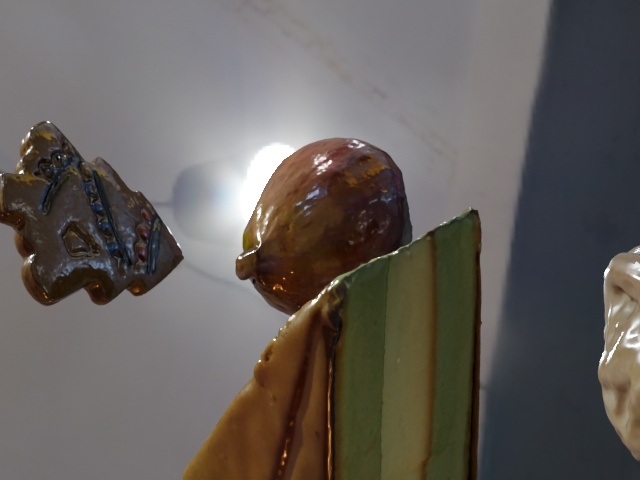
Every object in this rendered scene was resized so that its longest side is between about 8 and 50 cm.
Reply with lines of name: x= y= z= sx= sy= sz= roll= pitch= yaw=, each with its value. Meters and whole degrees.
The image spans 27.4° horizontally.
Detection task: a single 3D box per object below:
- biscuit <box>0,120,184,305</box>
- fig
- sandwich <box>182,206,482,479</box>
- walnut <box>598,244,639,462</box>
biscuit: x=-0.299 y=-0.024 z=1.755 sx=0.301 sy=0.043 sz=0.278 roll=18 pitch=-130 yaw=-44
fig: x=0.011 y=-0.003 z=1.622 sx=0.263 sy=0.224 sz=0.224 roll=-67 pitch=-39 yaw=-52
sandwich: x=0.040 y=0.104 z=0.613 sx=0.117 sy=0.187 sz=0.144 roll=-26 pitch=-111 yaw=-43
walnut: x=0.346 y=0.084 z=1.081 sx=0.273 sy=0.273 sz=0.227 roll=-21 pitch=-103 yaw=-53
